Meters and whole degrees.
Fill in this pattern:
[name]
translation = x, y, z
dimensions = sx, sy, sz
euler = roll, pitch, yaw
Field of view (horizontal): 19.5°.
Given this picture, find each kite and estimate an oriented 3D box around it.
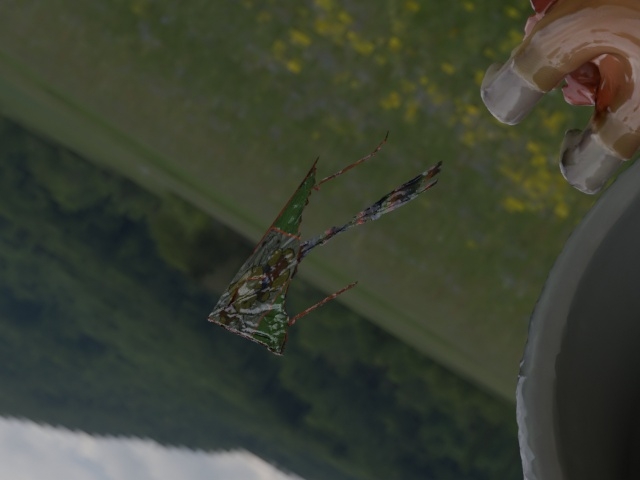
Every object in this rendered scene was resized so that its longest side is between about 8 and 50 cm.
[kite]
translation = 0.000, 0.000, 1.275
dimensions = 0.006, 0.244, 0.198
euler = 37, -138, -23

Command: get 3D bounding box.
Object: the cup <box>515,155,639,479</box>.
[cup]
translation = 0.201, 0.132, 0.602
dimensions = 0.227, 0.301, 0.257
euler = -5, 149, 17

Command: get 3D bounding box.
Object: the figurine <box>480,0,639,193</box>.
[figurine]
translation = 0.148, -0.107, 0.744
dimensions = 0.111, 0.102, 0.195
euler = 41, -137, -9
